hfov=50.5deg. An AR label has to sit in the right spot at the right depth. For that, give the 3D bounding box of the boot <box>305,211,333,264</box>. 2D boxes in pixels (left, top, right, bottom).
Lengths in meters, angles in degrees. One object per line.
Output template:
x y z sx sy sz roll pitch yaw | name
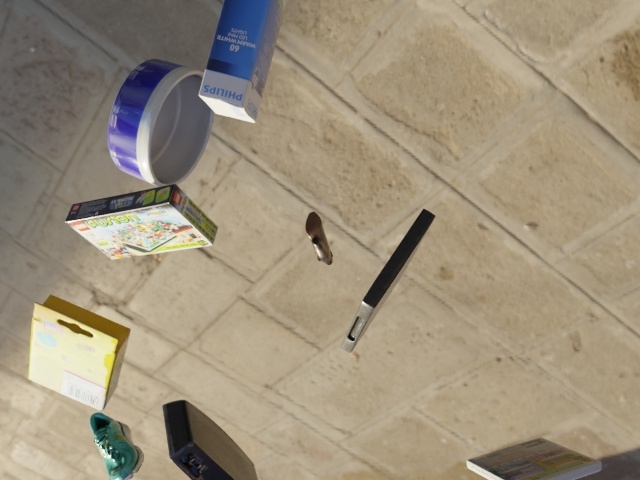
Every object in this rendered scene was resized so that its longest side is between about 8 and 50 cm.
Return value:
0.000 0.000 1.613 0.042 0.119 0.087 -17 140 14 | boot

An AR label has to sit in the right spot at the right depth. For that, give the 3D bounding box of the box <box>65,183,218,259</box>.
-0.273 -0.025 1.037 0.206 0.036 0.114 -8 144 28 | box

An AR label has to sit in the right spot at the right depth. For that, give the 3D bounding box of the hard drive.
-0.195 0.416 1.277 0.054 0.172 0.255 -37 119 0 | hard drive

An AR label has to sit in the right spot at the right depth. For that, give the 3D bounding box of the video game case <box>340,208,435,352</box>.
0.146 0.093 1.494 0.035 0.275 0.248 32 150 9 | video game case

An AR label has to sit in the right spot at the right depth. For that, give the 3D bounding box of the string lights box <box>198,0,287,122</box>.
-0.117 -0.337 1.110 0.076 0.260 0.133 15 179 3 | string lights box

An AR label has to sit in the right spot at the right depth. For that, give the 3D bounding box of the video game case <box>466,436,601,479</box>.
0.461 0.489 1.479 0.212 0.023 0.193 -8 -177 -21 | video game case

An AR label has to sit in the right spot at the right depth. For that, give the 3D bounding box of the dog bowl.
-0.340 -0.254 1.478 0.104 0.265 0.265 21 136 14 | dog bowl

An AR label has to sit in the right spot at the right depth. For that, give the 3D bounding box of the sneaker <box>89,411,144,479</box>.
-0.550 0.545 1.784 0.275 0.107 0.110 27 157 55 | sneaker

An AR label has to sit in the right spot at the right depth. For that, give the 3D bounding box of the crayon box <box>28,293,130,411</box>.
-0.559 0.252 1.570 0.202 0.081 0.319 25 134 -3 | crayon box
